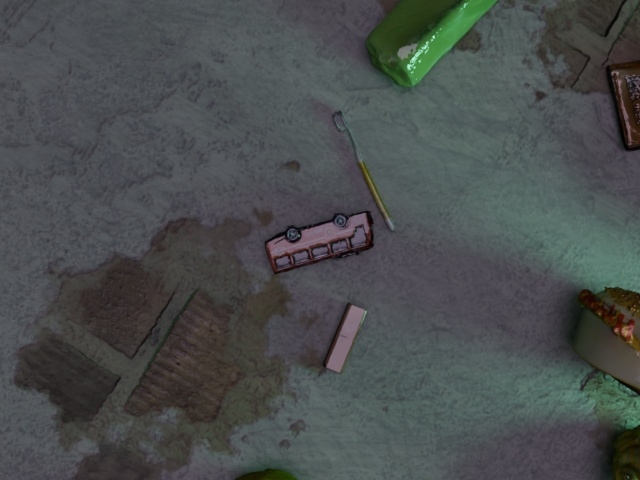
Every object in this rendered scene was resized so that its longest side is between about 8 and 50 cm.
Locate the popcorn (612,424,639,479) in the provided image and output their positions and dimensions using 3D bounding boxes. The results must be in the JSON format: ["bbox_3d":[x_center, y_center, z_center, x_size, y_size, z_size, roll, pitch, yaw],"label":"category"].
[{"bbox_3d":[0.698,0.479,1.532,0.189,0.169,0.218,2,52,22],"label":"popcorn"}]

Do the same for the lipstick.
[{"bbox_3d":[0.052,0.206,1.588,0.045,0.045,0.145,22,87,0],"label":"lipstick"}]

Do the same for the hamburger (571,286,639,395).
[{"bbox_3d":[0.651,0.210,1.505,0.294,0.276,0.179,31,97,-6],"label":"hamburger"}]

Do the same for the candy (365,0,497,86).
[{"bbox_3d":[0.249,-0.481,1.594,0.343,0.132,0.142,-45,48,-5],"label":"candy"}]

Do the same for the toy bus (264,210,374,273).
[{"bbox_3d":[0.000,0.000,1.586,0.235,0.073,0.096,-14,97,-3],"label":"toy bus"}]

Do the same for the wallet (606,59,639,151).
[{"bbox_3d":[0.727,-0.303,1.644,0.161,0.042,0.195,-10,88,-3],"label":"wallet"}]

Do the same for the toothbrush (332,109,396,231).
[{"bbox_3d":[0.095,-0.148,1.618,0.024,0.021,0.288,-25,89,7],"label":"toothbrush"}]

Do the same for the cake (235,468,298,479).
[{"bbox_3d":[-0.096,0.599,1.512,0.179,0.156,0.260,7,92,-18],"label":"cake"}]
